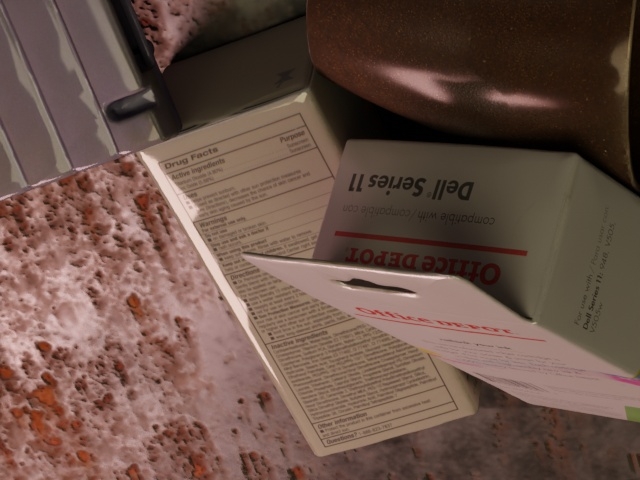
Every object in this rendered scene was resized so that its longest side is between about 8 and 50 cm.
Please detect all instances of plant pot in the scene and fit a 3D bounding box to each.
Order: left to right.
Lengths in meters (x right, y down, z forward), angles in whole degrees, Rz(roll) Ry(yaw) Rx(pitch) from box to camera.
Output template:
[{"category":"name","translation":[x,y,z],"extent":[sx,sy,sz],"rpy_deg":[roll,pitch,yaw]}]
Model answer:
[{"category":"plant pot","translation":[0.115,-0.152,1.285],"extent":[0.230,0.215,0.215],"rpy_deg":[7,126,17]}]

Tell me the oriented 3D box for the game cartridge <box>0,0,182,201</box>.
[{"category":"game cartridge","translation":[-0.263,-0.200,1.317],"extent":[0.230,0.068,0.355],"rpy_deg":[-17,101,24]}]

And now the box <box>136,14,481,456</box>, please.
[{"category":"box","translation":[0.000,0.000,1.439],"extent":[0.148,0.121,0.311],"rpy_deg":[-16,121,19]}]

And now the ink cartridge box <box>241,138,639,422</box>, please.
[{"category":"ink cartridge box","translation":[0.138,0.023,1.305],"extent":[0.207,0.119,0.353],"rpy_deg":[6,165,43]}]
